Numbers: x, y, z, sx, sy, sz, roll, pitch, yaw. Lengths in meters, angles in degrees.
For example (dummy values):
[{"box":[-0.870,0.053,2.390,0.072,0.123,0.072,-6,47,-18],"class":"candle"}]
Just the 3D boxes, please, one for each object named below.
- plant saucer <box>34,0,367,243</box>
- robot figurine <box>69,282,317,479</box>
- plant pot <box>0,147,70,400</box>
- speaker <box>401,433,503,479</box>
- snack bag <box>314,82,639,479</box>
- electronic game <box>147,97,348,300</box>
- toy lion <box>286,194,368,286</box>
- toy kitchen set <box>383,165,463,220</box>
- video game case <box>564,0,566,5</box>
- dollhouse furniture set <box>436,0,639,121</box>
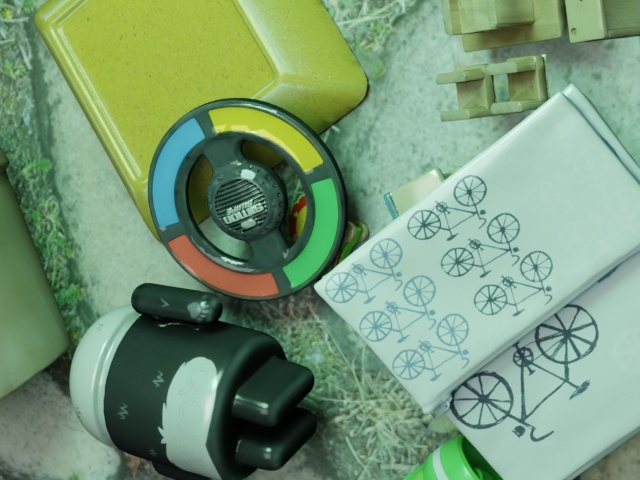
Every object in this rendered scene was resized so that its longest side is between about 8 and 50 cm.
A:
[{"box":[-0.160,-0.212,2.079,0.332,0.081,0.333,-36,78,27],"class":"plant saucer"},{"box":[-0.142,0.166,2.052,0.278,0.173,0.209,12,82,27],"class":"robot figurine"},{"box":[-0.448,0.064,2.153,0.323,0.323,0.280,-31,95,27],"class":"plant pot"},{"box":[0.093,0.338,1.963,0.131,0.131,0.296,48,114,16],"class":"speaker"},{"box":[0.220,0.071,1.812,0.323,0.037,0.342,-38,102,14],"class":"snack bag"},{"box":[-0.080,-0.043,2.006,0.229,0.048,0.229,6,111,17],"class":"electronic game"},{"box":[0.000,0.000,2.040,0.096,0.034,0.100,25,106,32],"class":"toy lion"},{"box":[0.146,0.040,1.885,0.122,0.166,0.207,-31,79,27],"class":"toy kitchen set"},{"box":[0.321,-0.320,1.842,0.173,0.022,0.190,11,99,27],"class":"video game case"},{"box":[0.239,-0.238,1.831,0.242,0.161,0.212,-3,96,51],"class":"dollhouse furniture set"}]
